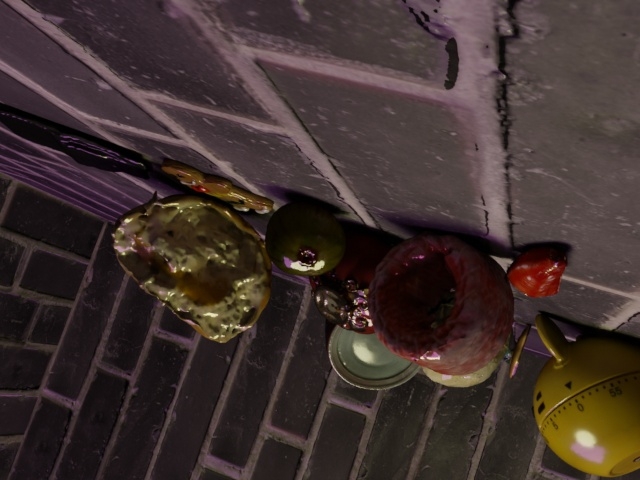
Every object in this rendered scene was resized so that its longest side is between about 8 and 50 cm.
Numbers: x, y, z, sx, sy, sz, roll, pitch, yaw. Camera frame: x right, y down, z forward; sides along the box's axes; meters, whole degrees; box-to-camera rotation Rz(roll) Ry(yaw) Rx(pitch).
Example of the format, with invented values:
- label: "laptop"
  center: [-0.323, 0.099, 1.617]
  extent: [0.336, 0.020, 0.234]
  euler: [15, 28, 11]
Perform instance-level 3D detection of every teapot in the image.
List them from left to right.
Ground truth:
- label: "teapot"
  center: [0.097, 0.151, 1.808]
  extent: [0.315, 0.233, 0.312]
  euler: [54, -170, -21]

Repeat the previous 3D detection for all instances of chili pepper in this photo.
- label: "chili pepper"
  center: [0.338, 0.043, 1.134]
  extent: [0.088, 0.064, 0.169]
  euler: [17, 169, 7]

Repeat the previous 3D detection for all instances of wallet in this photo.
- label: "wallet"
  center: [-0.522, -0.199, 1.605]
  extent: [0.323, 0.041, 0.247]
  euler: [22, 171, -8]

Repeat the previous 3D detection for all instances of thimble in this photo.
- label: "thimble"
  center: [0.207, 0.108, 1.295]
  extent: [0.239, 0.239, 0.162]
  euler: [12, 168, 45]

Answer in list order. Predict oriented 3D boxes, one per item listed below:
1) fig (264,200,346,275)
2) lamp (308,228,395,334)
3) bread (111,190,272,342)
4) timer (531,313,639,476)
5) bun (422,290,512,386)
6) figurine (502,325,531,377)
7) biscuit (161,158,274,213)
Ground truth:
- label: "fig"
  center: [-0.039, -0.030, 1.467]
  extent: [0.151, 0.151, 0.259]
  euler: [21, -160, -17]
- label: "lamp"
  center: [0.084, 0.081, 1.545]
  extent: [0.227, 0.226, 0.227]
  euler: [18, 173, 2]
- label: "bread"
  center: [-0.279, 0.015, 1.738]
  extent: [0.361, 0.250, 0.394]
  euler: [41, -179, -12]
- label: "timer"
  center: [0.682, 0.374, 1.871]
  extent: [0.376, 0.376, 0.386]
  euler: [25, -147, -44]
- label: "bun"
  center: [0.323, 0.220, 1.805]
  extent: [0.152, 0.259, 0.259]
  euler: [35, 165, -32]
- label: "figurine"
  center: [0.487, 0.287, 2.272]
  extent: [0.257, 0.180, 0.208]
  euler: [18, -147, 16]
- label: "biscuit"
  center: [-0.218, -0.107, 1.537]
  extent: [0.240, 0.035, 0.158]
  euler: [23, 170, -34]
